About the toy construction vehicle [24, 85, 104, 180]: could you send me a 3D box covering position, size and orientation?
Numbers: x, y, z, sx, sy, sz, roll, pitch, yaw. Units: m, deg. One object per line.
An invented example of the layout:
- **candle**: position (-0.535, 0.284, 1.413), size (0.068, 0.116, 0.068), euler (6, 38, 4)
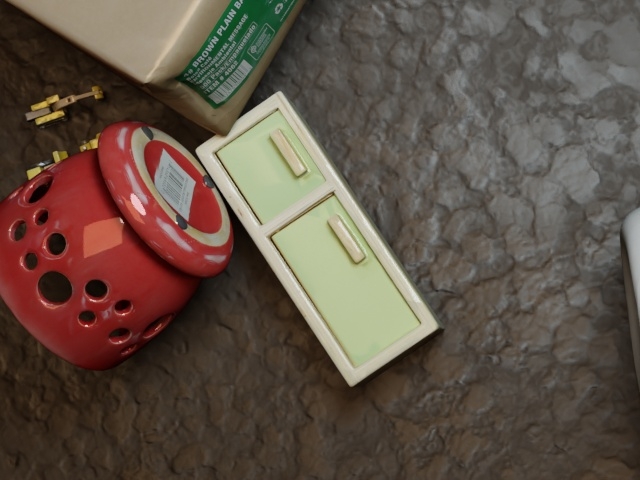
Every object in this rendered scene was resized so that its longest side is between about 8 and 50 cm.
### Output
- **toy construction vehicle**: position (-0.254, -0.103, 1.618), size (0.098, 0.035, 0.086), euler (-16, 84, 7)

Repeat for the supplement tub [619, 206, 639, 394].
- **supplement tub**: position (0.431, 0.062, 1.410), size (0.316, 0.228, 0.228), euler (-8, 85, 8)

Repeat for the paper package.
- **paper package**: position (-0.142, -0.315, 1.513), size (0.309, 0.168, 0.325), euler (32, 90, 28)

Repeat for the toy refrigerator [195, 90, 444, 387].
- **toy refrigerator**: position (0.000, 0.000, 1.544), size (0.102, 0.094, 0.269), euler (-34, 81, 5)

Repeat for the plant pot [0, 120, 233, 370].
- **plant pot**: position (-0.186, 0.000, 1.504), size (0.174, 0.191, 0.191), euler (-34, 82, 20)
